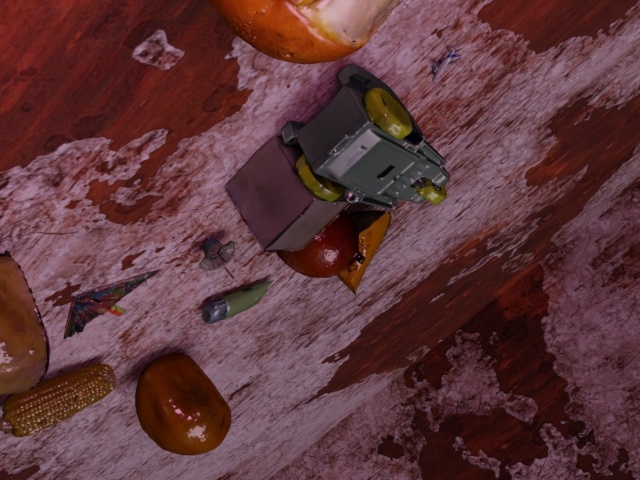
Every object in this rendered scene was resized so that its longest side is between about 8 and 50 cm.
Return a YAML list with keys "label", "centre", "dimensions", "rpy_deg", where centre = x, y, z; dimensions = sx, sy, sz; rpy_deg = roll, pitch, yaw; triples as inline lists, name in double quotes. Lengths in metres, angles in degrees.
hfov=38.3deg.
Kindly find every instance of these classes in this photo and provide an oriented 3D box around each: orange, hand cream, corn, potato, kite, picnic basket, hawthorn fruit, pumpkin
- label: "orange"
  centre: [-0.333, 0.386, 2.145]
  dimensions: [0.183, 0.249, 0.249]
  rpy_deg: [-38, 159, -4]
- label: "hand cream"
  centre: [-0.188, 0.139, 2.071]
  dimensions: [0.175, 0.046, 0.095]
  rpy_deg: [-23, 157, -40]
- label: "corn"
  centre: [-0.547, 0.330, 1.908]
  dimensions: [0.261, 0.097, 0.097]
  rpy_deg: [-22, 157, -29]
- label: "potato"
  centre: [-0.555, 0.129, 1.319]
  dimensions: [0.266, 0.229, 0.229]
  rpy_deg: [-3, 144, -45]
- label: "kite"
  centre: [-0.408, 0.120, 1.755]
  dimensions: [0.241, 0.014, 0.183]
  rpy_deg: [-35, 160, 3]
- label: "picnic basket"
  centre: [-0.195, 0.032, 1.769]
  dimensions: [0.083, 0.083, 0.065]
  rpy_deg: [-31, 154, -13]
- label: "hawthorn fruit"
  centre: [0.000, 0.000, 1.825]
  dimensions: [0.169, 0.188, 0.169]
  rpy_deg: [-50, 166, -17]
- label: "pumpkin"
  centre: [0.080, -0.005, 2.078]
  dimensions: [0.163, 0.111, 0.278]
  rpy_deg: [-46, 160, -11]
- label: "orange"
  centre: [-0.020, -0.318, 1.026]
  dimensions: [0.240, 0.240, 0.240]
  rpy_deg: [-28, 159, -12]

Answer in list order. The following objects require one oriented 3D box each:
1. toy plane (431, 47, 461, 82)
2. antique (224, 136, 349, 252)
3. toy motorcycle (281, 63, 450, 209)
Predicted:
- label: "toy plane"
  centre: [0.223, -0.318, 1.670]
  dimensions: [0.077, 0.024, 0.084]
  rpy_deg: [-15, 159, -40]
- label: "antique"
  centre: [-0.051, -0.079, 1.632]
  dimensions: [0.146, 0.152, 0.148]
  rpy_deg: [-42, 159, 26]
- label: "toy motorcycle"
  centre: [0.098, -0.170, 1.611]
  dimensions: [0.191, 0.200, 0.326]
  rpy_deg: [-42, 147, 23]
